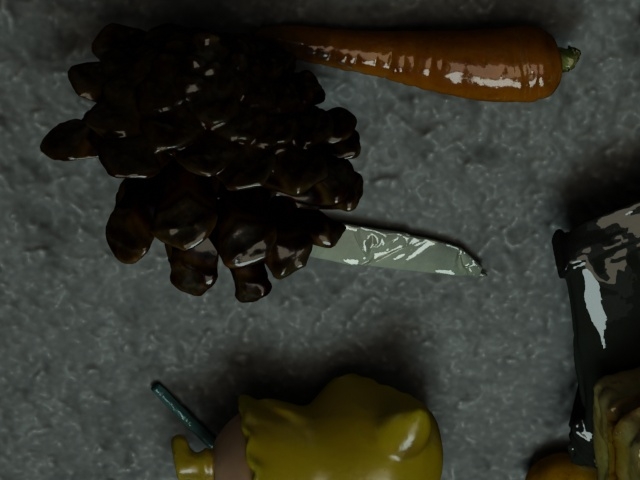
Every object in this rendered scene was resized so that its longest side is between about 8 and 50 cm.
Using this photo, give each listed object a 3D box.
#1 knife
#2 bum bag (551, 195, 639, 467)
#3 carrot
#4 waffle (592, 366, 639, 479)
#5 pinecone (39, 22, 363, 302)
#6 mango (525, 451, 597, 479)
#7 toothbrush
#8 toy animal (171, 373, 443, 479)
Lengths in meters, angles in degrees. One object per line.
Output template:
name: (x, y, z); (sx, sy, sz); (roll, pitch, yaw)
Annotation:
knife: (0.000, -0.001, 1.515); (0.298, 0.017, 0.047); (8, 122, -14)
bum bag: (0.261, 0.080, 1.553); (0.142, 0.080, 0.326); (-11, 122, -11)
carrot: (0.074, -0.140, 1.413); (0.256, 0.061, 0.061); (2, 121, -3)
waffle: (0.415, 0.186, 1.560); (0.376, 0.114, 0.261); (-14, 125, -12)
pinecone: (-0.080, -0.057, 1.361); (0.229, 0.202, 0.201); (24, 160, 20)
mango: (0.228, 0.218, 1.652); (0.089, 0.046, 0.060); (-4, 121, -7)
toothbrush: (-0.094, 0.182, 1.621); (0.011, 0.014, 0.167); (-41, 117, 0)
toy animal: (-0.010, 0.194, 1.564); (0.229, 0.156, 0.156); (-5, 122, 3)
